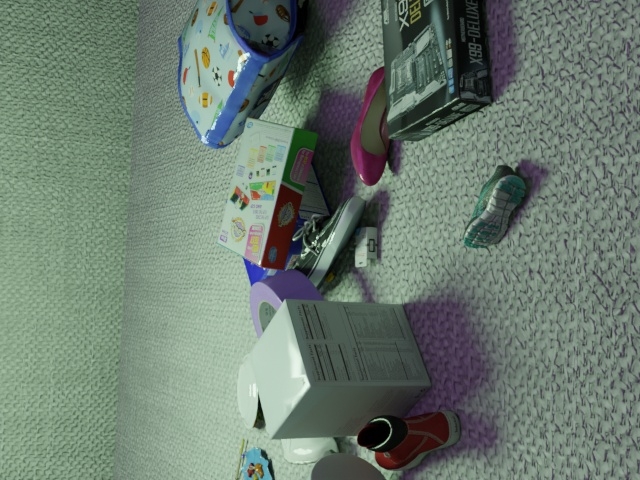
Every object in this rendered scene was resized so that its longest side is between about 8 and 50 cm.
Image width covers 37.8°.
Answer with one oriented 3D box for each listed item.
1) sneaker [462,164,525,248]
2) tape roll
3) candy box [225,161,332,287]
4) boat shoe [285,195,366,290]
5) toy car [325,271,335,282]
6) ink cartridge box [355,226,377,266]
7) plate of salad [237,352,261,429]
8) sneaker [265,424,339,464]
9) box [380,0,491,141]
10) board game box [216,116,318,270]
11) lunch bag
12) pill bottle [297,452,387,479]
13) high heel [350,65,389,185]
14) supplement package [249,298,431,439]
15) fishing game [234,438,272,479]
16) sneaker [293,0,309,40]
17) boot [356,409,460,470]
[{"bbox_3d":[0.294,-0.059,1.598,0.076,0.065,0.166,-94,27,-51],"label":"sneaker"},{"bbox_3d":[-0.056,0.205,2.073,0.275,0.090,0.274,47,149,39],"label":"tape roll"},{"bbox_3d":[-0.102,-0.064,2.272,0.268,0.122,0.317,-57,38,38],"label":"candy box"},{"bbox_3d":[0.002,-0.002,2.054,0.105,0.113,0.306,36,139,6],"label":"boat shoe"},{"bbox_3d":[0.027,0.138,2.111,0.122,0.060,0.040,-68,-16,-1],"label":"toy car"},{"bbox_3d":[0.097,0.015,1.980,0.048,0.028,0.083,-9,78,62],"label":"ink cartridge box"},{"bbox_3d":[-0.179,0.393,2.438,0.200,0.048,0.199,-178,90,-73],"label":"plate of salad"},{"bbox_3d":[-0.054,0.410,2.102,0.297,0.111,0.129,23,122,60],"label":"sneaker"},{"bbox_3d":[0.211,-0.368,1.763,0.242,0.077,0.307,-22,67,60],"label":"box"},{"bbox_3d":[-0.128,-0.113,2.142,0.242,0.064,0.316,24,101,57],"label":"board game box"},{"bbox_3d":[-0.199,-0.452,2.271,0.328,0.239,0.385,-55,28,42],"label":"lunch bag"},{"bbox_3d":[-0.009,0.624,1.880,0.407,0.229,0.229,-66,33,34],"label":"pill bottle"},{"bbox_3d":[0.122,-0.238,1.915,0.117,0.082,0.244,143,139,-67],"label":"high heel"},{"bbox_3d":[0.033,0.251,1.815,0.199,0.263,0.198,-57,39,42],"label":"supplement package"},{"bbox_3d":[-0.171,0.626,2.399,0.264,0.041,0.189,46,129,55],"label":"fishing game"},{"bbox_3d":[-0.072,-0.536,2.357,0.089,0.051,0.170,-134,57,-61],"label":"sneaker"},{"bbox_3d":[0.120,0.372,1.729,0.244,0.176,0.088,-46,49,53],"label":"boot"}]
